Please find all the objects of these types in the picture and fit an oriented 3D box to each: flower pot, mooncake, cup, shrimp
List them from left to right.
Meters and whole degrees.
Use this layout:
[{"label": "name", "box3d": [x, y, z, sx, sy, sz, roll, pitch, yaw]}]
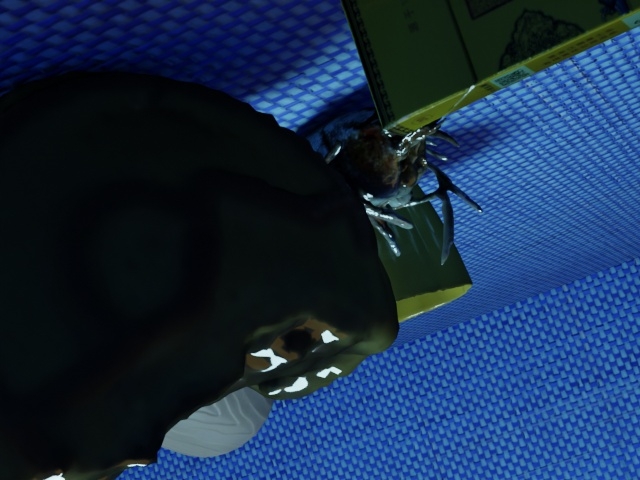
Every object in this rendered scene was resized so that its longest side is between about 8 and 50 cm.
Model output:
[{"label": "mooncake", "box3d": [-0.148, 0.066, 1.015, 0.393, 0.394, 0.246, 31, 142, -18]}, {"label": "cup", "box3d": [-0.202, 0.194, 1.713, 0.208, 0.288, 0.273, 21, 169, 21]}, {"label": "shrimp", "box3d": [0.016, -0.046, 1.367, 0.411, 0.166, 0.221, -12, -150, 46]}, {"label": "flower pot", "box3d": [0.065, 0.007, 1.574, 0.195, 0.179, 0.195, -18, 169, -4]}]

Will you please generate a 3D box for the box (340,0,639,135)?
[{"label": "box", "box3d": [0.143, -0.194, 0.854, 0.279, 0.153, 0.041, -24, 167, 23]}]
